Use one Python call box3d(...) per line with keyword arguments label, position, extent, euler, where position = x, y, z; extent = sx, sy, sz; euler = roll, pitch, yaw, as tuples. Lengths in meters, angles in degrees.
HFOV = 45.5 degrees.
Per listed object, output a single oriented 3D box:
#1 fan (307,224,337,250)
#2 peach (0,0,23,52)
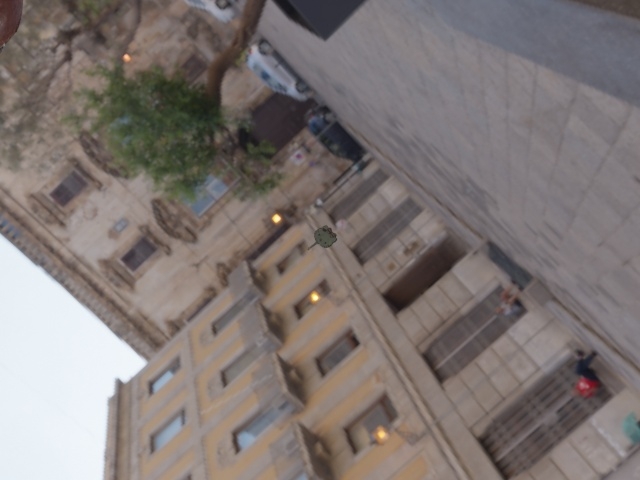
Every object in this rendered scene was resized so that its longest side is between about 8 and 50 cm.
box3d(label="fan", position=(0.000, 0.000, 1.929), extent=(0.056, 0.083, 0.004), euler=(51, 172, 14))
box3d(label="peach", position=(-0.780, -0.516, 1.531), extent=(0.353, 0.339, 0.416), euler=(22, 153, -27))
